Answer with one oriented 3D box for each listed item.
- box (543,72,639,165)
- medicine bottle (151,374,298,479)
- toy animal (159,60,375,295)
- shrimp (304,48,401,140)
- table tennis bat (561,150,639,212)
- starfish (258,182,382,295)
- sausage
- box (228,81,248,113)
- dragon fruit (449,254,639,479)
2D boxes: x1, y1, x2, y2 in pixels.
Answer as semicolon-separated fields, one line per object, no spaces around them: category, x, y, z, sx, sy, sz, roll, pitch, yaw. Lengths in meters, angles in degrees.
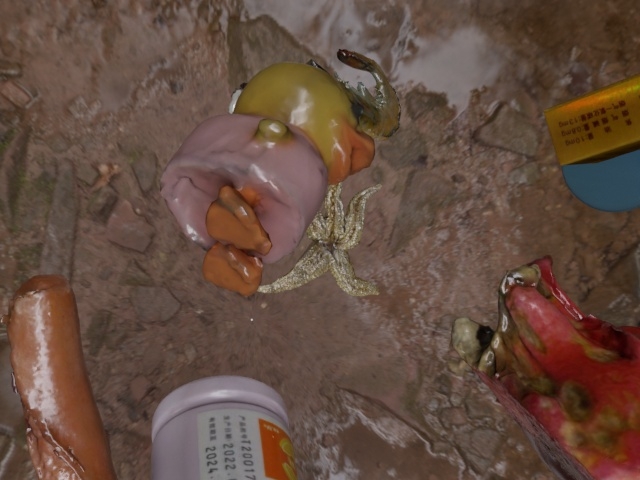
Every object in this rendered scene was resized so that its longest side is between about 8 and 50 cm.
box;0.638;-0.248;1.335;0.415;0.264;0.116;-18;85;33
medicine bottle;-0.077;0.246;0.633;0.133;0.250;0.133;-5;129;-6
toy animal;-0.049;-0.088;0.810;0.169;0.195;0.281;33;54;11
shrimp;0.068;-0.287;1.422;0.253;0.058;0.173;34;60;-34
table tennis bat;0.659;-0.159;1.600;0.044;0.329;0.215;1;102;-42
starfish;0.007;-0.026;1.688;0.301;0.084;0.294;3;97;-17
sausage;-0.234;0.193;0.719;0.087;0.079;0.327;-13;93;33
box;-0.105;-0.253;1.543;0.135;0.151;0.151;-2;83;-39
dragon fruit;0.184;0.091;0.459;0.211;0.262;0.134;41;86;16
